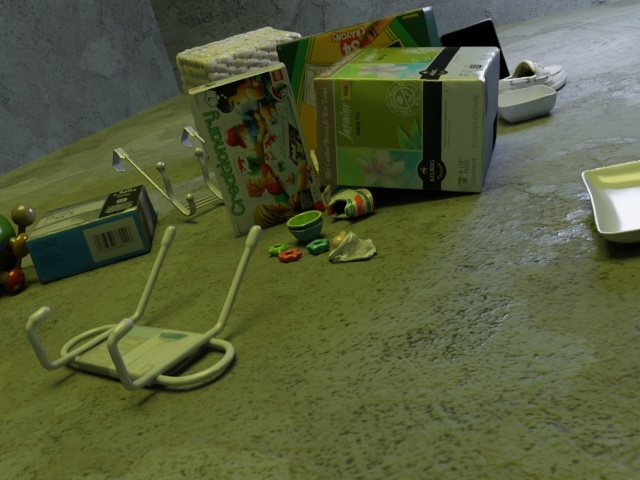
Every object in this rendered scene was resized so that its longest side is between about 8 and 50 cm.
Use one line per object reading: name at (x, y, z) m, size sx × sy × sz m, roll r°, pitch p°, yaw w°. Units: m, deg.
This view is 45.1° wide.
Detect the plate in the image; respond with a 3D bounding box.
plate at (0.529, -0.065, 1.100) m, size 0.277 × 0.045 × 0.278 m, roll -9°, pitch 20°, yaw 17°

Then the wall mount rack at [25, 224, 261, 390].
wall mount rack at (-0.243, 0.095, 1.140) m, size 0.350 × 0.131 × 0.304 m, roll 2°, pitch 26°, yaw 40°

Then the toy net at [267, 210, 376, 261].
toy net at (0.000, 0.000, 1.338) m, size 0.122 × 0.045 × 0.232 m, roll -26°, pitch 22°, yaw -29°

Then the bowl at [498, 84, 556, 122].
bowl at (0.486, -0.324, 1.840) m, size 0.141 × 0.053 × 0.142 m, roll -15°, pitch 18°, yaw 4°

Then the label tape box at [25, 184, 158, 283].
label tape box at (-0.507, -0.037, 1.753) m, size 0.240 × 0.106 × 0.334 m, roll -17°, pitch 19°, yaw -3°

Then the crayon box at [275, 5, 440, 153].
crayon box at (0.110, -0.346, 1.802) m, size 0.362 × 0.313 × 0.106 m, roll -7°, pitch 17°, yaw 24°

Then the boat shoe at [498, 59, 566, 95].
boat shoe at (0.545, -0.421, 1.997) m, size 0.277 × 0.096 × 0.098 m, roll -30°, pitch 23°, yaw -36°

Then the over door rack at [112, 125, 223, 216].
over door rack at (-0.323, -0.192, 1.872) m, size 0.239 × 0.108 × 0.324 m, roll -26°, pitch 44°, yaw -38°

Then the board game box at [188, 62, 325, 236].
board game box at (-0.123, -0.177, 1.531) m, size 0.192 × 0.305 × 0.053 m, roll -17°, pitch 21°, yaw -2°

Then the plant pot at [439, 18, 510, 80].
plant pot at (0.413, -0.519, 2.268) m, size 0.187 × 0.188 × 0.167 m, roll -23°, pitch 9°, yaw -19°

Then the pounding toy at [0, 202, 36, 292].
pounding toy at (-0.659, 0.032, 1.644) m, size 0.110 × 0.183 × 0.237 m, roll 13°, pitch 21°, yaw 6°

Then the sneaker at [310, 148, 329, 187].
sneaker at (0.023, -0.167, 1.767) m, size 0.083 × 0.070 × 0.185 m, roll -8°, pitch 25°, yaw -3°

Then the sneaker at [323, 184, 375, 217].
sneaker at (0.035, -0.077, 1.506) m, size 0.075 × 0.057 × 0.161 m, roll -19°, pitch 21°, yaw -27°

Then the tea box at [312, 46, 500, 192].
tea box at (0.184, -0.256, 1.557) m, size 0.323 × 0.220 × 0.329 m, roll 3°, pitch 24°, yaw 16°

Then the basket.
basket at (-0.212, -0.439, 2.305) m, size 0.331 × 0.328 × 0.266 m, roll -22°, pitch 22°, yaw -18°
